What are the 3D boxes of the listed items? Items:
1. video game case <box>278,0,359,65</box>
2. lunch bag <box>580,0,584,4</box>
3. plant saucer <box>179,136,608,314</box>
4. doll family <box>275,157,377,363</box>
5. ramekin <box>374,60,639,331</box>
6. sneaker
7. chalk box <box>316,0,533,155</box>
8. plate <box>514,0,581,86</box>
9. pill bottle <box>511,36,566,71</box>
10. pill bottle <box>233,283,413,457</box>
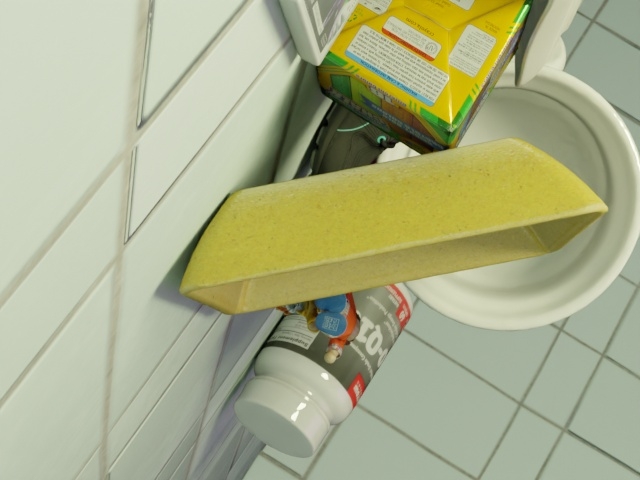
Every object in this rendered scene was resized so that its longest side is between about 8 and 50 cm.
[{"bbox_3d":[0.030,-0.213,0.899,0.173,0.022,0.190,-58,174,-2],"label":"video game case"},{"bbox_3d":[0.339,-0.421,1.744,0.223,0.160,0.262,-57,168,-21],"label":"lunch bag"},{"bbox_3d":[0.055,-0.011,1.153,0.333,0.333,0.081,66,12,-83],"label":"plant saucer"},{"bbox_3d":[0.004,0.002,1.487,0.163,0.118,0.263,53,51,-77],"label":"doll family"},{"bbox_3d":[0.196,-0.052,1.409,0.277,0.277,0.135,-59,178,10],"label":"ramekin"},{"bbox_3d":[0.081,-0.141,1.294,0.267,0.106,0.101,-59,175,16],"label":"sneaker"},{"bbox_3d":[0.083,-0.155,1.105,0.132,0.132,0.213,-58,173,-5],"label":"chalk box"},{"bbox_3d":[0.196,-0.295,1.110,0.278,0.045,0.277,76,15,-81],"label":"plate"},{"bbox_3d":[0.158,-0.142,1.602,0.169,0.169,0.301,-51,171,-50],"label":"pill bottle"},{"bbox_3d":[0.004,0.169,1.950,0.283,0.161,0.161,-56,174,-29],"label":"pill bottle"}]
